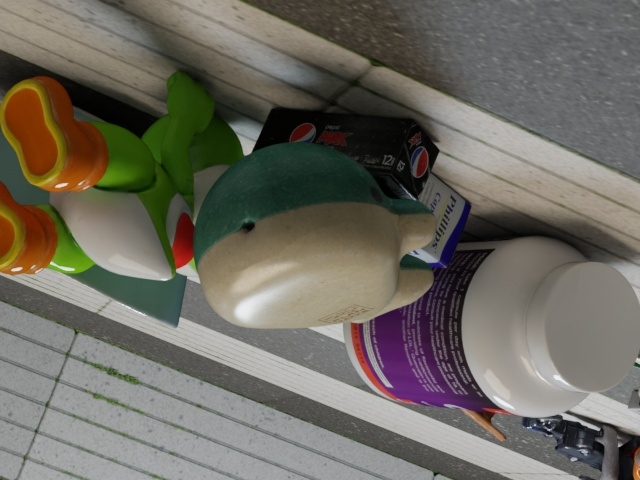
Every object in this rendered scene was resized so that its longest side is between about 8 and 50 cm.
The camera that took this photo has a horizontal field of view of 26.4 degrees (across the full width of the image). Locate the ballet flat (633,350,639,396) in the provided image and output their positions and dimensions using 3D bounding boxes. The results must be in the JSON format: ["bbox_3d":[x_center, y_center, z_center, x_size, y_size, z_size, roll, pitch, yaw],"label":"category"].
[{"bbox_3d":[0.349,0.131,1.531,0.247,0.087,0.083,18,166,9],"label":"ballet flat"}]

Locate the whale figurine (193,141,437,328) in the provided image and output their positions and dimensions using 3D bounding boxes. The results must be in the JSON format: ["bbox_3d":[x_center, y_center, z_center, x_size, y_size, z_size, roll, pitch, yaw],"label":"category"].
[{"bbox_3d":[0.000,0.000,1.209,0.216,0.141,0.272,-25,158,23],"label":"whale figurine"}]

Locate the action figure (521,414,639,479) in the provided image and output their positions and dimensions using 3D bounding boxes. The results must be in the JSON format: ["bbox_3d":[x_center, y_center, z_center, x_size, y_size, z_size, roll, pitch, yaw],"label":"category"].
[{"bbox_3d":[0.475,0.380,2.137,0.341,0.178,0.330,20,157,-6],"label":"action figure"}]

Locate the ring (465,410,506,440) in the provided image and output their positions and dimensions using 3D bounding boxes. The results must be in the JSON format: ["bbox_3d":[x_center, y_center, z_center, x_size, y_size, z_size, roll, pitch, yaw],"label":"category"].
[{"bbox_3d":[0.124,0.162,1.875,0.336,0.032,0.336,38,177,2],"label":"ring"}]

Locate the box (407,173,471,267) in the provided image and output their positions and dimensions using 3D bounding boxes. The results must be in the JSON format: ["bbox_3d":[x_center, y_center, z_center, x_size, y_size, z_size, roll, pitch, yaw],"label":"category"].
[{"bbox_3d":[0.054,-0.035,1.343,0.126,0.072,0.137,8,162,43],"label":"box"}]

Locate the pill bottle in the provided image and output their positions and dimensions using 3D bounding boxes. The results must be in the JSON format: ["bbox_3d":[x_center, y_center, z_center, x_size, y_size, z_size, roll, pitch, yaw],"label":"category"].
[{"bbox_3d":[0.174,0.088,1.415,0.181,0.181,0.323,27,165,-27],"label":"pill bottle"}]

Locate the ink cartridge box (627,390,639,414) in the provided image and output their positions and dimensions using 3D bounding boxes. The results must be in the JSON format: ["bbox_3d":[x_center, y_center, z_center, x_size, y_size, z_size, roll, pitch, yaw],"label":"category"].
[{"bbox_3d":[0.462,0.225,1.849,0.048,0.028,0.083,25,166,-19],"label":"ink cartridge box"}]

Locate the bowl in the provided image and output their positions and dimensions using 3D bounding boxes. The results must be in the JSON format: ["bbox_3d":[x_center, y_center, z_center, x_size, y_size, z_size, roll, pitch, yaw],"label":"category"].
[{"bbox_3d":[-0.257,-0.044,1.488,0.311,0.163,0.311,28,177,2],"label":"bowl"}]

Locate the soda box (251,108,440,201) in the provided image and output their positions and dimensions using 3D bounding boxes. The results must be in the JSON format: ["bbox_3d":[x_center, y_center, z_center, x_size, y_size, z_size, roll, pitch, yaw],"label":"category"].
[{"bbox_3d":[0.020,-0.079,1.244,0.169,0.060,0.053,9,157,38],"label":"soda box"}]

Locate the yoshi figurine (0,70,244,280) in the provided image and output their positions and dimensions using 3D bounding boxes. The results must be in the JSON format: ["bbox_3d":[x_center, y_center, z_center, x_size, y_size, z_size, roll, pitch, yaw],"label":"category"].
[{"bbox_3d":[-0.175,-0.058,1.275,0.203,0.203,0.362,-3,173,34],"label":"yoshi figurine"}]
